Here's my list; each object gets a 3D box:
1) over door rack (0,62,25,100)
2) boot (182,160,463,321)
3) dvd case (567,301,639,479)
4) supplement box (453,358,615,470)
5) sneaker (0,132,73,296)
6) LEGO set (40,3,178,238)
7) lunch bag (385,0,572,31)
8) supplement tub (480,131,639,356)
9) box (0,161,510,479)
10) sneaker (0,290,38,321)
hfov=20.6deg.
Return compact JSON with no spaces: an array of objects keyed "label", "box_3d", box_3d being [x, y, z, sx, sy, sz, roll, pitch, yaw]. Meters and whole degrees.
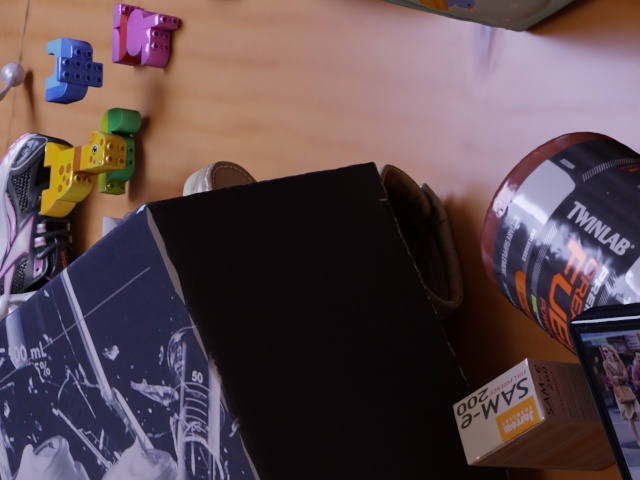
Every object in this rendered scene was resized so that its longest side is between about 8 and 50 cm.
[{"label":"over door rack","box_3d":[-0.379,-0.114,1.597,0.239,0.108,0.324,-45,71,39]},{"label":"boot","box_3d":[0.000,0.000,1.128,0.165,0.077,0.213,-49,55,37]},{"label":"dvd case","box_3d":[0.217,0.140,0.770,0.180,0.022,0.253,-9,106,52]},{"label":"supplement box","box_3d":[0.128,0.093,0.926,0.062,0.098,0.036,-39,55,42]},{"label":"sneaker","box_3d":[-0.227,0.000,1.447,0.077,0.072,0.178,31,117,38]},{"label":"LEGO set","box_3d":[-0.159,-0.081,1.344,0.093,0.087,0.227,-8,79,52]},{"label":"lunch bag","box_3d":[0.072,-0.246,0.958,0.262,0.223,0.160,-62,36,27]},{"label":"supplement tub","box_3d":[0.173,0.028,0.873,0.198,0.106,0.106,41,116,48]},{"label":"box","box_3d":[-0.068,0.172,1.041,0.343,0.179,0.312,-36,72,44]},{"label":"sneaker","box_3d":[-0.207,0.074,1.290,0.292,0.169,0.108,-19,73,39]}]
